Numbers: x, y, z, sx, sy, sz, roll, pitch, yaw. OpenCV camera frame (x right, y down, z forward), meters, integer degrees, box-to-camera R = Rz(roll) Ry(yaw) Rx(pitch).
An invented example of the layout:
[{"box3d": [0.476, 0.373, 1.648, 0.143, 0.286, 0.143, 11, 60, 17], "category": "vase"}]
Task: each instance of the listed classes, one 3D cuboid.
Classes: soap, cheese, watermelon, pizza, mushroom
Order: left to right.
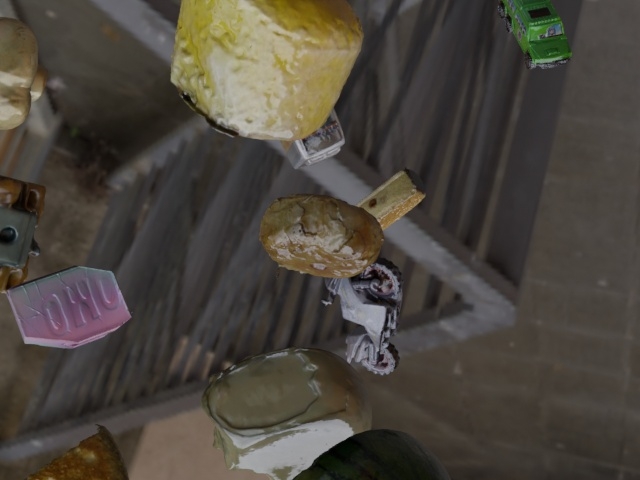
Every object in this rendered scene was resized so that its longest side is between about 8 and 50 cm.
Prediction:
[{"box3d": [-0.403, -0.209, 1.585, 0.112, 0.148, 0.148, 20, 159, -40], "category": "mushroom"}, {"box3d": [-0.369, 0.391, 1.783, 0.197, 0.292, 0.058, 7, 145, -1], "category": "pizza"}, {"box3d": [-0.321, 0.087, 1.649, 0.149, 0.100, 0.056, -19, 176, -19], "category": "soap"}, {"box3d": [-0.030, 0.202, 1.347, 0.175, 0.091, 0.202, -14, 139, -7], "category": "cheese"}, {"box3d": [0.063, 0.219, 1.090, 0.181, 0.092, 0.075, 17, -171, -37], "category": "watermelon"}]

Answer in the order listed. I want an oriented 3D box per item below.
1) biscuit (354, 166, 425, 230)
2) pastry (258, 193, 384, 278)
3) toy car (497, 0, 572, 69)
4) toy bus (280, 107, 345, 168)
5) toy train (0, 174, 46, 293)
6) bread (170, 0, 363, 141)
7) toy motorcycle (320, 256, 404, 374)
[{"box3d": [0.086, -0.046, 2.069, 0.188, 0.056, 0.052, -37, 156, 21], "category": "biscuit"}, {"box3d": [0.001, -0.005, 1.537, 0.153, 0.081, 0.153, 7, 151, 4], "category": "pastry"}, {"box3d": [0.324, -0.328, 1.908, 0.071, 0.165, 0.062, -13, 143, -7], "category": "toy car"}, {"box3d": [-0.021, -0.172, 2.008, 0.092, 0.106, 0.268, -24, -178, -5], "category": "toy bus"}, {"box3d": [-0.552, -0.039, 1.660, 0.369, 0.163, 0.231, 15, 180, -34], "category": "toy train"}, {"box3d": [-0.061, -0.196, 1.237, 0.197, 0.170, 0.197, 20, -165, -5], "category": "bread"}, {"box3d": [0.061, 0.109, 1.867, 0.122, 0.080, 0.215, 18, 131, 22], "category": "toy motorcycle"}]
